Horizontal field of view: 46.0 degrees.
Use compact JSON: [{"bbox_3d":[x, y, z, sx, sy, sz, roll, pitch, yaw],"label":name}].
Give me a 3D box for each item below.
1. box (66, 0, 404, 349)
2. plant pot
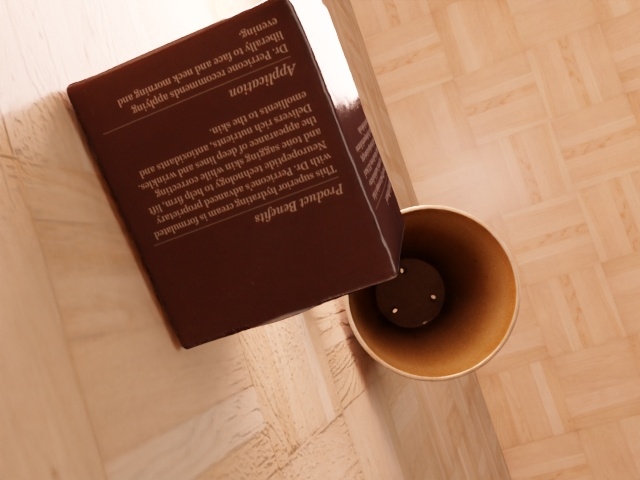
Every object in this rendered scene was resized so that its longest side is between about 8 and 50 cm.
[{"bbox_3d":[-0.048,-0.059,0.575,0.167,0.169,0.203,-63,133,-73],"label":"box"},{"bbox_3d":[0.151,0.077,1.136,0.254,0.237,0.237,80,-8,-86],"label":"plant pot"}]
